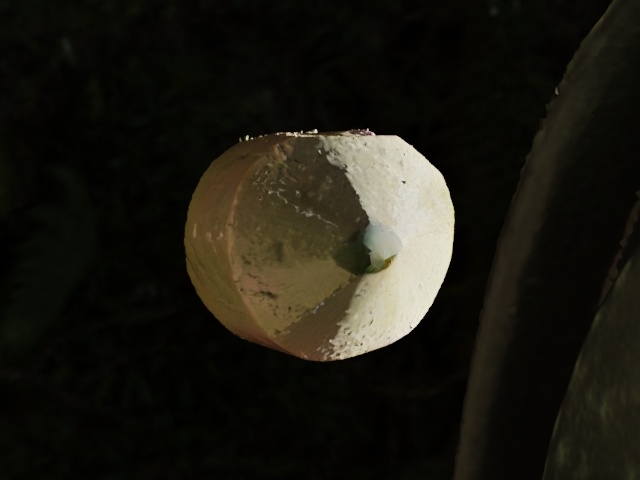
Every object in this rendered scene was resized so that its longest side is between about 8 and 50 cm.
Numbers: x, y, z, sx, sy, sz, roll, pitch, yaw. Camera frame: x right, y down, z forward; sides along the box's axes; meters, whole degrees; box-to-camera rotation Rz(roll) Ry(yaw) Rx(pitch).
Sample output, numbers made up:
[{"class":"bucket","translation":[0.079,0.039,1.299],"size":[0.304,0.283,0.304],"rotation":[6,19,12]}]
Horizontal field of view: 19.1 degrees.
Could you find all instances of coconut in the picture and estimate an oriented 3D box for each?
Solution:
[{"class":"coconut","translation":[0.000,0.000,0.909],"size":[0.122,0.116,0.116],"rotation":[2,-66,64]}]

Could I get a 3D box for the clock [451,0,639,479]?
[{"class":"clock","translation":[0.123,0.113,0.387],"size":[0.386,0.076,0.386],"rotation":[-178,-90,-73]}]
